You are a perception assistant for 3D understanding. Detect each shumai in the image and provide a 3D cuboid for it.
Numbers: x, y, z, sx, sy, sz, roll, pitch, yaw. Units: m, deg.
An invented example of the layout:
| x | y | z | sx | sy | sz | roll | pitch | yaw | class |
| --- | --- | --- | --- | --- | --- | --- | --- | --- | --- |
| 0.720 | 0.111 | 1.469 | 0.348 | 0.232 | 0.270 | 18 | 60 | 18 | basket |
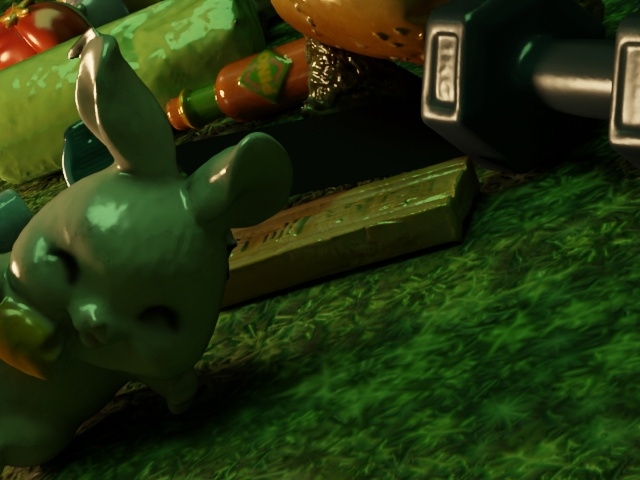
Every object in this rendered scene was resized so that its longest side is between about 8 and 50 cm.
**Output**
| x | y | z | sx | sy | sz | roll | pitch | yaw | class |
| --- | --- | --- | --- | --- | --- | --- | --- | --- | --- |
| 0.028 | -0.136 | 1.567 | 0.123 | 0.087 | 0.099 | 28 | 10 | 20 | shumai |

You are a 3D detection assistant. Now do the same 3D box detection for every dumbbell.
| x | y | z | sx | sy | sz | roll | pitch | yaw | class |
| --- | --- | --- | --- | --- | --- | --- | --- | --- | --- |
| 0.203 | -0.114 | 1.203 | 0.156 | 0.144 | 0.316 | -32 | 22 | -20 | dumbbell |

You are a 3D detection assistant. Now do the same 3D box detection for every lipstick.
| x | y | z | sx | sy | sz | roll | pitch | yaw | class |
| --- | --- | --- | --- | --- | --- | --- | --- | --- | --- |
| -0.404 | 0.042 | 1.640 | 0.274 | 0.061 | 0.068 | -34 | 24 | -23 | lipstick |

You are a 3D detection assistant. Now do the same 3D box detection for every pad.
| x | y | z | sx | sy | sz | roll | pitch | yaw | class |
| --- | --- | --- | --- | --- | --- | --- | --- | --- | --- |
| -0.018 | -0.079 | 1.485 | 0.250 | 0.055 | 0.323 | -13 | 6 | -18 | pad |

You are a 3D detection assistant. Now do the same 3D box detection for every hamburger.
| x | y | z | sx | sy | sz | roll | pitch | yaw | class |
| --- | --- | --- | --- | --- | --- | --- | --- | --- | --- |
| 0.104 | -0.235 | 1.473 | 0.289 | 0.170 | 0.314 | 5 | 11 | -22 | hamburger |

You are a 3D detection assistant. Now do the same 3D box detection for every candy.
| x | y | z | sx | sy | sz | roll | pitch | yaw | class |
| --- | --- | --- | --- | --- | --- | --- | --- | --- | --- |
| -0.225 | -0.173 | 1.868 | 0.343 | 0.132 | 0.142 | -20 | 13 | 14 | candy |

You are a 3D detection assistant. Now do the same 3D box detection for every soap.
| x | y | z | sx | sy | sz | roll | pitch | yaw | class |
| --- | --- | --- | --- | --- | --- | --- | --- | --- | --- |
| 0.000 | -0.001 | 1.313 | 0.252 | 0.037 | 0.092 | -16 | 20 | 23 | soap |

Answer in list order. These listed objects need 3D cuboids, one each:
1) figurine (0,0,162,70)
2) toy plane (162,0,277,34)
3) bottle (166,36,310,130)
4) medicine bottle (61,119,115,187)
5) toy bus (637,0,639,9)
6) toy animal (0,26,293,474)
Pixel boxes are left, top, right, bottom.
| x | y | z | sx | sy | sz | roll | pitch | yaw | class |
| --- | --- | --- | --- | --- | --- | --- | --- | --- | --- |
| -0.319 | -0.232 | 2.073 | 0.208 | 0.181 | 0.257 | -3 | 20 | 24 | figurine |
| -0.097 | -0.322 | 2.117 | 0.252 | 0.118 | 0.252 | -25 | 19 | 9 | toy plane |
| -0.074 | -0.156 | 1.745 | 0.187 | 0.069 | 0.069 | -18 | 21 | 24 | bottle |
| -0.190 | -0.070 | 1.628 | 0.079 | 0.124 | 0.258 | -28 | 8 | 4 | medicine bottle |
| 0.349 | -0.257 | 1.509 | 0.153 | 0.061 | 0.051 | -30 | 26 | -17 | toy bus |
| -0.159 | 0.024 | 1.164 | 0.325 | 0.208 | 0.154 | -61 | -9 | 18 | toy animal |
